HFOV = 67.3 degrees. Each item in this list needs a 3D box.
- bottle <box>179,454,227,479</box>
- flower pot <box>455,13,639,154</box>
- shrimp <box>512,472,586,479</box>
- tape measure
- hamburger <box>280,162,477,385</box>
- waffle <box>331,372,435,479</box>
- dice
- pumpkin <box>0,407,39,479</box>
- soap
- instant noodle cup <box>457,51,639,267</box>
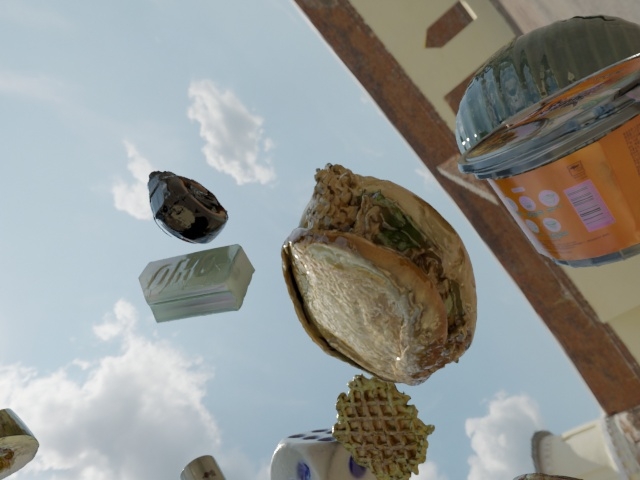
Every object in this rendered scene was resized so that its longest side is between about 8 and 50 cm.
[{"bbox_3d":[-0.286,0.705,1.299,0.110,0.109,0.233,21,-166,-48],"label":"bottle"},{"bbox_3d":[0.289,-0.169,0.598,0.189,0.243,0.157,37,-128,-36],"label":"flower pot"},{"bbox_3d":[0.578,0.589,1.062,0.291,0.222,0.054,33,-134,-4],"label":"shrimp"},{"bbox_3d":[-0.361,-0.090,1.325,0.223,0.135,0.202,29,-162,-42],"label":"tape measure"},{"bbox_3d":[0.057,0.046,0.578,0.286,0.243,0.146,52,-127,-6],"label":"hamburger"},{"bbox_3d":[0.139,0.444,1.132,0.245,0.254,0.052,30,-156,26],"label":"waffle"},{"bbox_3d":[0.026,0.674,1.355,0.243,0.259,0.251,0,-105,-37],"label":"dice"},{"bbox_3d":[-0.648,0.384,0.887,0.217,0.217,0.110,12,-137,-54],"label":"pumpkin"},{"bbox_3d":[-0.320,0.107,1.203,0.172,0.290,0.095,-77,-30,-53],"label":"soap"},{"bbox_3d":[0.224,-0.058,0.397,0.125,0.178,0.208,56,-156,-7],"label":"instant noodle cup"}]
